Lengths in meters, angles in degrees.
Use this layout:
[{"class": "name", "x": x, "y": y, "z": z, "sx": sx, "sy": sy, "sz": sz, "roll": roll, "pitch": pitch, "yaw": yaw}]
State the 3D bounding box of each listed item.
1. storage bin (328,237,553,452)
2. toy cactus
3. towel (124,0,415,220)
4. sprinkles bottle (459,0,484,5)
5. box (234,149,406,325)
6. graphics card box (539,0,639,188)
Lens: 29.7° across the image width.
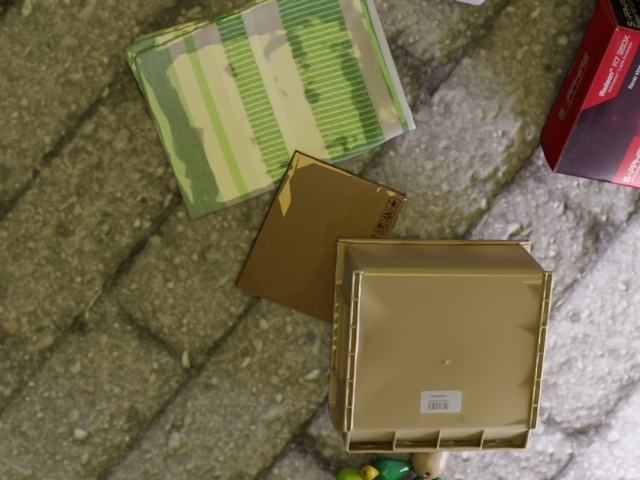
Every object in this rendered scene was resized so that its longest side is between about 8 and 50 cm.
[{"class": "storage bin", "x": 0.153, "y": 0.138, "z": 1.586, "sx": 0.262, "sy": 0.123, "sz": 0.260, "roll": 1, "pitch": 106, "yaw": -9}, {"class": "toy cactus", "x": 0.128, "y": 0.337, "z": 1.648, "sx": 0.219, "sy": 0.112, "sz": 0.180, "roll": 27, "pitch": 84, "yaw": -1}, {"class": "towel", "x": -0.062, "y": -0.197, "z": 1.574, "sx": 0.325, "sy": 0.038, "sz": 0.247, "roll": -21, "pitch": 101, "yaw": -3}, {"class": "sprinkles bottle", "x": 0.049, "y": -0.396, "z": 1.503, "sx": 0.355, "sy": 0.121, "sz": 0.121, "roll": 15, "pitch": 96, "yaw": -4}, {"class": "box", "x": 0.000, "y": 0.000, "z": 1.600, "sx": 0.164, "sy": 0.021, "sz": 0.201, "roll": 22, "pitch": 102, "yaw": -13}, {"class": "graphics card box", "x": 0.502, "y": -0.167, "z": 1.565, "sx": 0.371, "sy": 0.094, "sz": 0.232, "roll": 10, "pitch": 128, "yaw": -9}]
